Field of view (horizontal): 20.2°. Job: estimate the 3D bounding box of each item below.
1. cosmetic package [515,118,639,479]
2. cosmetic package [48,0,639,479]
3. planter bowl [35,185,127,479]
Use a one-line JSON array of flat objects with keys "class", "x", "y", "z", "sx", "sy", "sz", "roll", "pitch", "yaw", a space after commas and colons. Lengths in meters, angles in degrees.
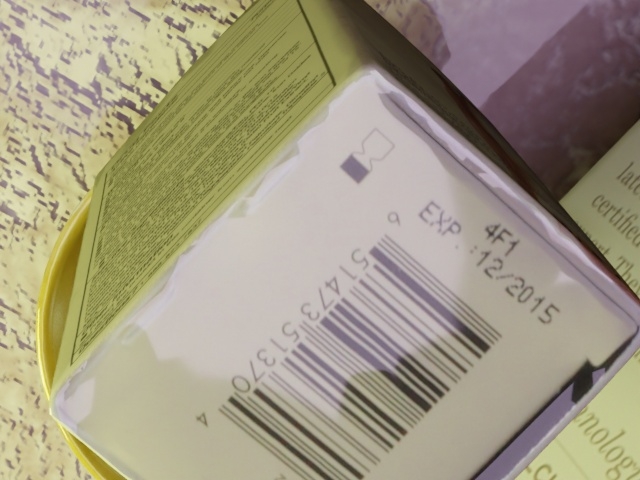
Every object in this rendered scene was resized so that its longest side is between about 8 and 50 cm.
[{"class": "cosmetic package", "x": 0.272, "y": 0.122, "z": 0.758, "sx": 0.393, "sy": 0.327, "sz": 0.329, "roll": -46, "pitch": 119, "yaw": 6}, {"class": "cosmetic package", "x": 0.000, "y": 0.000, "z": 0.680, "sx": 0.129, "sy": 0.296, "sz": 0.153, "roll": 41, "pitch": 100, "yaw": -14}, {"class": "planter bowl", "x": -0.028, "y": 0.034, "z": 0.887, "sx": 0.217, "sy": 0.090, "sz": 0.217, "roll": -1, "pitch": 106, "yaw": -4}]
